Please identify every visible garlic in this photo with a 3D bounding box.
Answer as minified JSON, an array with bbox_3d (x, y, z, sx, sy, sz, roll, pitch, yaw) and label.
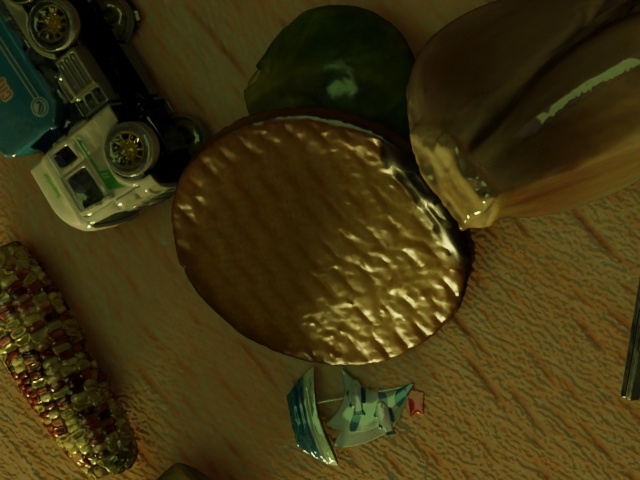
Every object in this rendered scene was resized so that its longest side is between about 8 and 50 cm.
[{"bbox_3d":[0.246,-0.169,1.493,0.340,0.246,0.231,-36,68,17],"label":"garlic"}]

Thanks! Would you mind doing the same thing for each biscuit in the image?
[{"bbox_3d":[0.000,0.000,1.610,0.318,0.040,0.318,7,126,10],"label":"biscuit"}]

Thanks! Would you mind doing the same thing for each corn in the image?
[{"bbox_3d":[-0.297,0.136,1.753,0.098,0.098,0.290,-33,90,17],"label":"corn"}]

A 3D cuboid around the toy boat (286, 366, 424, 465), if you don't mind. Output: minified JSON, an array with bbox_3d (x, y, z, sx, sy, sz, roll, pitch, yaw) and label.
[{"bbox_3d":[0.035,0.194,1.700,0.149,0.034,0.105,9,96,3],"label":"toy boat"}]

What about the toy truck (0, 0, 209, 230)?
[{"bbox_3d":[-0.278,-0.184,1.685,0.175,0.146,0.367,-36,83,25],"label":"toy truck"}]

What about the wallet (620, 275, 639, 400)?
[{"bbox_3d":[0.358,0.042,1.545,0.025,0.119,0.232,19,104,51],"label":"wallet"}]

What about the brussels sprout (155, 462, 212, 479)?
[{"bbox_3d":[-0.169,0.381,1.686,0.210,0.219,0.271,27,84,-5],"label":"brussels sprout"}]

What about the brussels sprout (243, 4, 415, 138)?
[{"bbox_3d":[0.013,-0.158,1.605,0.181,0.144,0.161,-6,133,11],"label":"brussels sprout"}]
